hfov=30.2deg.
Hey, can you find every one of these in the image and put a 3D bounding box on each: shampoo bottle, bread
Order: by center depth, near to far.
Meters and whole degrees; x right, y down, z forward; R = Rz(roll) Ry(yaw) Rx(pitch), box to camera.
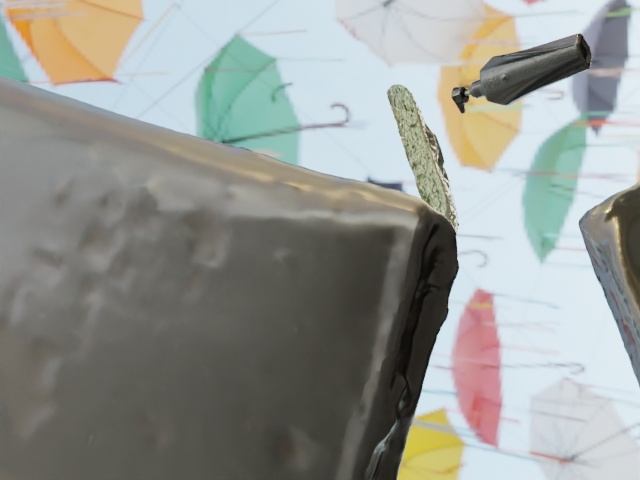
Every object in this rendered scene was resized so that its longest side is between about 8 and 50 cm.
[{"bbox_3d":[0.183,-0.153,1.093,0.027,0.137,0.048,-4,-99,-53],"label":"shampoo bottle"},{"bbox_3d":[0.123,-0.071,1.290,0.112,0.036,0.193,57,-164,-53],"label":"bread"}]

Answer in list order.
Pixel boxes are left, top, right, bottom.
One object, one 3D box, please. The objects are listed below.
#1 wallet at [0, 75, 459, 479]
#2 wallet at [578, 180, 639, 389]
[{"bbox_3d":[-0.098,0.025,0.479,0.042,0.309,0.165,3,-77,-59],"label":"wallet"},{"bbox_3d":[0.217,0.076,0.504,0.030,0.146,0.285,77,180,-51],"label":"wallet"}]
